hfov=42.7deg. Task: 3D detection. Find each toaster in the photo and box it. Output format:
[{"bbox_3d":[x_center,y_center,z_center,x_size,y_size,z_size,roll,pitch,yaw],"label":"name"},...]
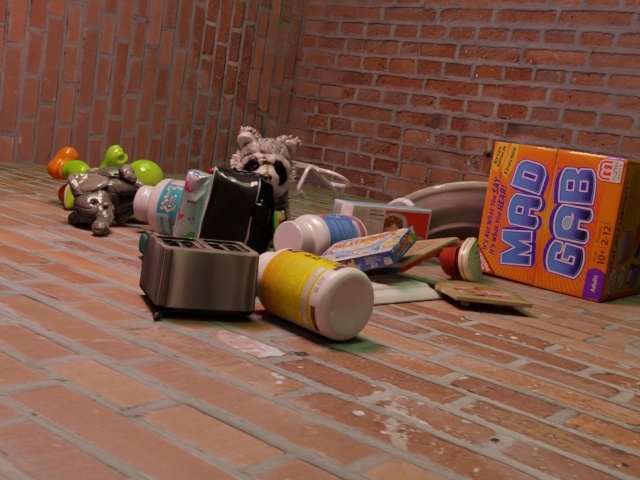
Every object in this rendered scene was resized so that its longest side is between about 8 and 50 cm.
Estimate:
[{"bbox_3d":[-0.198,0.058,1.329,0.168,0.110,0.185,4,9,-22],"label":"toaster"}]

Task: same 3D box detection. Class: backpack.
[{"bbox_3d":[-0.181,-0.034,1.619,0.191,0.225,0.253,15,5,10],"label":"backpack"}]

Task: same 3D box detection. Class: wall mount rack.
[{"bbox_3d":[-0.061,-0.135,2.413,0.350,0.130,0.304,15,-15,34],"label":"wall mount rack"}]

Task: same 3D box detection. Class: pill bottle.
[{"bbox_3d":[-0.022,0.080,1.327,0.117,0.117,0.215,2,10,-41],"label":"pill bottle"},{"bbox_3d":[-0.322,-0.070,2.011,0.264,0.146,0.146,10,8,18],"label":"pill bottle"},{"bbox_3d":[0.000,0.000,1.919,0.124,0.124,0.221,15,10,40],"label":"pill bottle"}]

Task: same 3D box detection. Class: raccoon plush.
[{"bbox_3d":[-0.209,-0.159,2.213,0.216,0.299,0.446,3,9,-31],"label":"raccoon plush"}]

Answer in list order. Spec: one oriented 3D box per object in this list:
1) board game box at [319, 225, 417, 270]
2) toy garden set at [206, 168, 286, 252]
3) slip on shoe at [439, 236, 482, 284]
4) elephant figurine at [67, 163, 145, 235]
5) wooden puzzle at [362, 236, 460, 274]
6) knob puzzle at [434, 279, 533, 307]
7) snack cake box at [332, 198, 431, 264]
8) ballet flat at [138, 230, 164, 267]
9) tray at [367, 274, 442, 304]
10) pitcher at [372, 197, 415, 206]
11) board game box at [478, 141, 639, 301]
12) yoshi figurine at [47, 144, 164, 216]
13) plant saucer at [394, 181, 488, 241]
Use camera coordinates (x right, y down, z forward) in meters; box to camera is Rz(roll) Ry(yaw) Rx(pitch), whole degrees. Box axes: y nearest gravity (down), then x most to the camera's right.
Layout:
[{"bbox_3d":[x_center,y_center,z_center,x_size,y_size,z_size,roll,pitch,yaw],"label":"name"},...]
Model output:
[{"bbox_3d":[0.091,0.027,1.746,0.201,0.035,0.136,-12,16,31],"label":"board game box"},{"bbox_3d":[-0.165,-0.066,1.923,0.049,0.204,0.244,-18,-11,42],"label":"toy garden set"},{"bbox_3d":[0.340,0.052,1.992,0.101,0.123,0.331,-5,2,9],"label":"slip on shoe"},{"bbox_3d":[-0.555,-0.099,2.014,0.186,0.169,0.239,-20,8,32],"label":"elephant figurine"},{"bbox_3d":[0.166,0.040,1.861,0.238,0.044,0.221,-16,7,-42],"label":"wooden puzzle"},{"bbox_3d":[0.335,0.119,1.761,0.213,0.030,0.213,8,8,-1],"label":"knob puzzle"},{"bbox_3d":[0.155,-0.021,2.137,0.264,0.152,0.089,4,9,-34],"label":"snack cake box"},{"bbox_3d":[-0.325,0.018,1.642,0.068,0.072,0.213,11,6,-16],"label":"ballet flat"},{"bbox_3d":[0.122,0.097,1.692,0.145,0.030,0.270,16,11,42],"label":"tray"},{"bbox_3d":[0.182,-0.053,2.326,0.207,0.178,0.125,15,33,32],"label":"pitcher"},{"bbox_3d":[0.678,-0.059,2.217,0.356,0.357,0.356,14,9,36],"label":"board game box"},{"bbox_3d":[-0.573,-0.164,2.281,0.362,0.203,0.203,17,4,31],"label":"yoshi figurine"},{"bbox_3d":[0.393,-0.045,2.420,0.400,0.101,0.400,-4,-23,-2],"label":"plant saucer"}]
